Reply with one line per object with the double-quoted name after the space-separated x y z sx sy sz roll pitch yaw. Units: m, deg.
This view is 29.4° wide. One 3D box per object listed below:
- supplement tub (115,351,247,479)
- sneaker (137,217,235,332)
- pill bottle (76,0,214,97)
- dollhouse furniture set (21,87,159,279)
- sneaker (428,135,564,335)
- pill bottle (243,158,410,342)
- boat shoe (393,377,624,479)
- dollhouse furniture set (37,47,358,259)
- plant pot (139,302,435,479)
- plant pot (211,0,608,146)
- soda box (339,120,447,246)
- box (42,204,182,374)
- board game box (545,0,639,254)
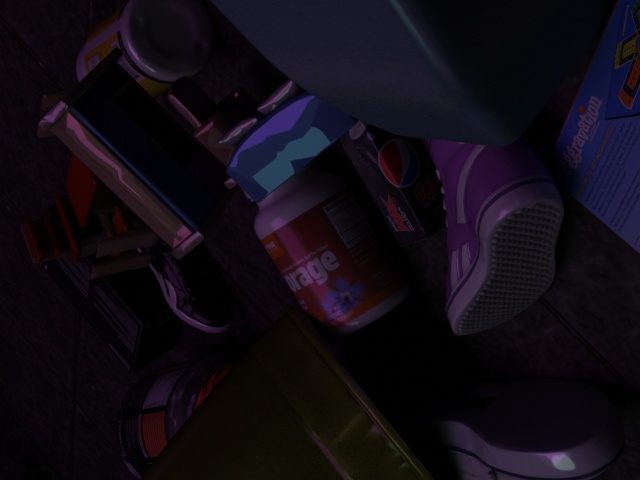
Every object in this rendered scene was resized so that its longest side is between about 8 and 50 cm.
-0.167 0.279 1.851 0.207 0.207 0.338 60 151 -5 "supplement tub"
-0.202 0.031 1.790 0.217 0.079 0.121 48 151 20 "sneaker"
-0.227 -0.237 1.527 0.208 0.119 0.119 -12 108 60 "pill bottle"
-0.362 -0.060 1.818 0.262 0.135 0.259 66 155 19 "dollhouse furniture set"
0.160 -0.027 1.196 0.282 0.102 0.161 98 152 -57 "sneaker"
0.000 0.000 1.409 0.216 0.121 0.121 58 151 -1 "pill bottle"
0.213 0.246 1.314 0.367 0.136 0.156 -10 109 62 "boat shoe"
-0.081 -0.180 1.243 0.303 0.286 0.198 -36 105 32 "dollhouse furniture set"
-0.059 0.327 1.454 0.366 0.353 0.366 51 176 5 "plant pot"
0.085 -0.212 0.963 0.248 0.247 0.252 13 147 52 "plant pot"
0.076 -0.081 1.286 0.168 0.053 0.060 59 151 -5 "soda box"
-0.346 0.067 2.023 0.261 0.103 0.184 48 147 16 "box"
0.277 -0.105 0.982 0.145 0.027 0.281 44 148 21 "board game box"
